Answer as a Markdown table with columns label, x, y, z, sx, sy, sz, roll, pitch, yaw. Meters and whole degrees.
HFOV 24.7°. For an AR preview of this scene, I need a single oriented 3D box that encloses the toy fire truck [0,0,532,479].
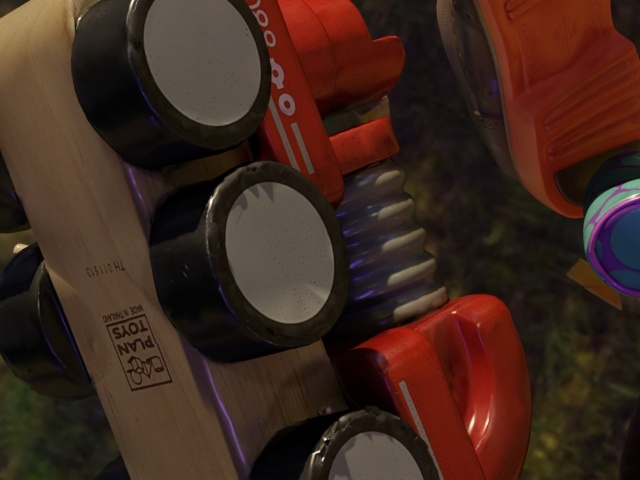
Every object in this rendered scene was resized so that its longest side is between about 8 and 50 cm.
| label | x | y | z | sx | sy | sz | roll | pitch | yaw |
| --- | --- | --- | --- | --- | --- | --- | --- | --- | --- |
| toy fire truck | 0.000 | 0.000 | 0.543 | 0.158 | 0.217 | 0.246 | -18 | 5 | 45 |

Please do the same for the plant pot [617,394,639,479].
| label | x | y | z | sx | sy | sz | roll | pitch | yaw |
| --- | --- | --- | --- | --- | --- | --- | --- | --- | --- |
| plant pot | 0.355 | 0.170 | 0.994 | 0.215 | 0.230 | 0.215 | -159 | 90 | -80 |

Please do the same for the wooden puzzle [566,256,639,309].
| label | x | y | z | sx | sy | sz | roll | pitch | yaw |
| --- | --- | --- | --- | --- | --- | --- | --- | --- | --- |
| wooden puzzle | 0.229 | 0.012 | 0.982 | 0.116 | 0.078 | 0.014 | -42 | 14 | 34 |

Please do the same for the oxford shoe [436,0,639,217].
| label | x | y | z | sx | sy | sz | roll | pitch | yaw |
| --- | --- | --- | --- | --- | --- | --- | --- | --- | --- |
| oxford shoe | 0.115 | -0.184 | 0.940 | 0.133 | 0.130 | 0.363 | 36 | 147 | 48 |

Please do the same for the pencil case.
| label | x | y | z | sx | sy | sz | roll | pitch | yaw |
| --- | --- | --- | --- | --- | --- | --- | --- | --- | --- |
| pencil case | 0.194 | -0.012 | 0.883 | 0.151 | 0.070 | 0.064 | -58 | -49 | -74 |

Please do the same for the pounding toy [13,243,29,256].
| label | x | y | z | sx | sy | sz | roll | pitch | yaw |
| --- | --- | --- | --- | --- | --- | --- | --- | --- | --- |
| pounding toy | -0.122 | 0.013 | 1.040 | 0.130 | 0.141 | 0.100 | 58 | 149 | 16 |
